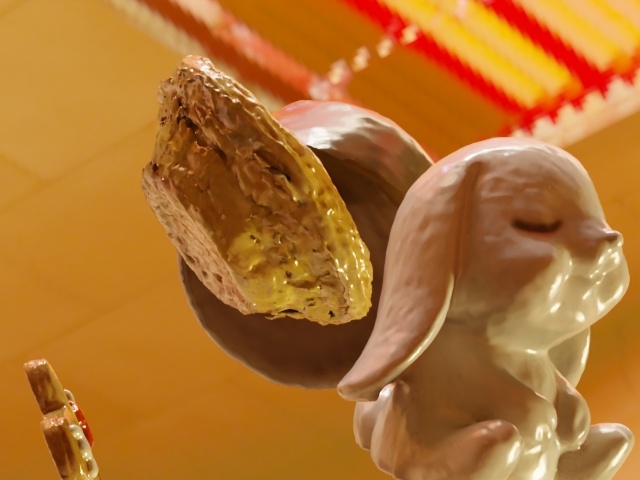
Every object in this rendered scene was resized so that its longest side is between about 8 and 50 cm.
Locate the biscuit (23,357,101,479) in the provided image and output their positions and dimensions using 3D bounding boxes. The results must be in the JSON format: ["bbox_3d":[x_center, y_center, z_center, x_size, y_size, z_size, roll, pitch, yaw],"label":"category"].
[{"bbox_3d":[-0.213,0.176,1.715,0.240,0.035,0.158,-125,17,-65],"label":"biscuit"}]

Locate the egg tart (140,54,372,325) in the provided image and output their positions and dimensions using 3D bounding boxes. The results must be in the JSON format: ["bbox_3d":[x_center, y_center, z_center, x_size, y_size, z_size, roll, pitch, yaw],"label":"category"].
[{"bbox_3d":[-0.071,-0.027,1.806,0.294,0.123,0.294,49,169,13],"label":"egg tart"}]

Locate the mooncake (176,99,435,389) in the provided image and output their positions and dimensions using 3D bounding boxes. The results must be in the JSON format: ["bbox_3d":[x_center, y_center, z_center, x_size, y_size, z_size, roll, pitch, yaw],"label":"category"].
[{"bbox_3d":[0.000,0.000,2.066,0.284,0.284,0.155,55,-152,-12],"label":"mooncake"}]

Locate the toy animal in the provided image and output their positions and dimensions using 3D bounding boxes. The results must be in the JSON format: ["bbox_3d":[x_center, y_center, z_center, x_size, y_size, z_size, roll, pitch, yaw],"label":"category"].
[{"bbox_3d":[0.130,0.051,1.530,0.272,0.206,0.265,2,-84,-50],"label":"toy animal"}]
